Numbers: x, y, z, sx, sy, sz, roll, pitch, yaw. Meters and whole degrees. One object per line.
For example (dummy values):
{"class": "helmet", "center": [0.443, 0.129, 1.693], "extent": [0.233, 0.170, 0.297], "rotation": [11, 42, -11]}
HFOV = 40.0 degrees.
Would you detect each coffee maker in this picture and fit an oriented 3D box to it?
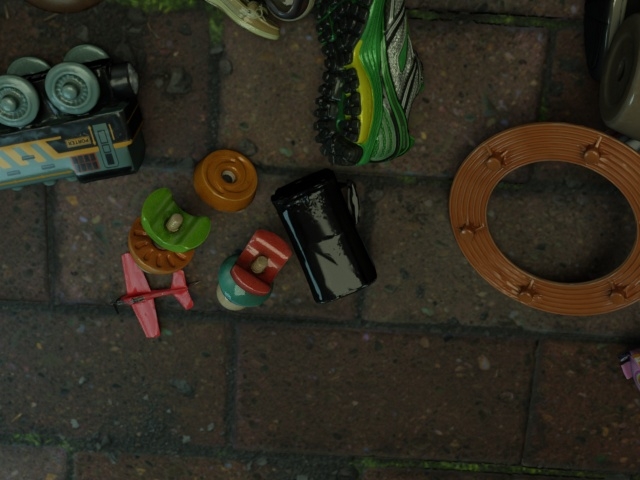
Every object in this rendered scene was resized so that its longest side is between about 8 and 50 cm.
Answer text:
{"class": "coffee maker", "center": [0.000, 0.000, 1.312], "extent": [0.120, 0.171, 0.178], "rotation": [-18, 104, 26]}

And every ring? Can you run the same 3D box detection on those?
{"class": "ring", "center": [0.348, -0.018, 1.290], "extent": [0.337, 0.032, 0.336], "rotation": [15, 129, 19]}

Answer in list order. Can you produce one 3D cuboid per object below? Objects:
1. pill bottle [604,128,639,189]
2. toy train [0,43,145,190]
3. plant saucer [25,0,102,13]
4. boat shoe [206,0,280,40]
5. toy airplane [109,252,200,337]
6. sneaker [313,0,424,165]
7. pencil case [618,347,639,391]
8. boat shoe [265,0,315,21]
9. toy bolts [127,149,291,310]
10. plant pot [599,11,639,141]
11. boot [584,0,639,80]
{"class": "pill bottle", "center": [0.462, -0.116, 1.283], "extent": [0.086, 0.152, 0.086], "rotation": [0, 107, 0]}
{"class": "toy train", "center": [-0.418, -0.167, 1.292], "extent": [0.334, 0.142, 0.190], "rotation": [-11, 116, 4]}
{"class": "plant saucer", "center": [-0.380, -0.427, 1.261], "extent": [0.199, 0.036, 0.198], "rotation": [0, 107, 1]}
{"class": "boat shoe", "center": [-0.118, -0.346, 1.273], "extent": [0.153, 0.056, 0.048], "rotation": [35, 108, -2]}
{"class": "toy airplane", "center": [-0.267, 0.088, 1.415], "extent": [0.151, 0.028, 0.151], "rotation": [0, 105, 1]}
{"class": "sneaker", "center": [0.078, -0.280, 1.272], "extent": [0.146, 0.134, 0.343], "rotation": [-3, 102, -36]}
{"class": "pencil case", "center": [0.623, 0.168, 1.382], "extent": [0.284, 0.124, 0.124], "rotation": [-29, 104, 8]}
{"class": "boat shoe", "center": [-0.069, -0.447, 1.222], "extent": [0.103, 0.092, 0.285], "rotation": [-11, 106, 4]}
{"class": "toy bolts", "center": [-0.158, 0.002, 1.349], "extent": [0.228, 0.218, 0.158], "rotation": [39, 145, -3]}
{"class": "plant pot", "center": [0.496, -0.204, 1.130], "extent": [0.229, 0.263, 0.263], "rotation": [10, 106, -2]}
{"class": "boot", "center": [0.533, -0.397, 1.215], "extent": [0.284, 0.138, 0.377], "rotation": [7, 101, -2]}
